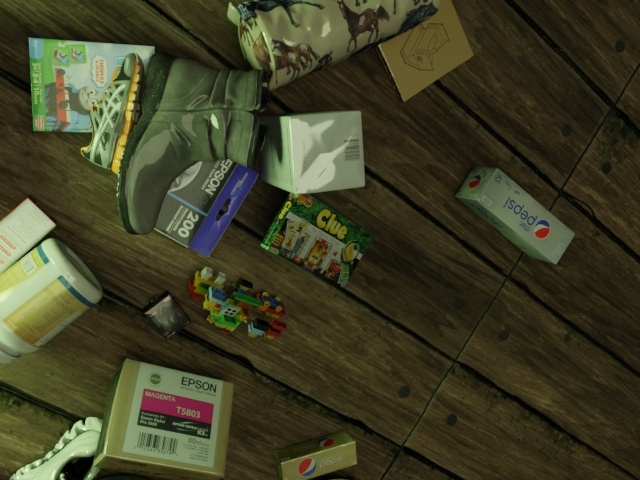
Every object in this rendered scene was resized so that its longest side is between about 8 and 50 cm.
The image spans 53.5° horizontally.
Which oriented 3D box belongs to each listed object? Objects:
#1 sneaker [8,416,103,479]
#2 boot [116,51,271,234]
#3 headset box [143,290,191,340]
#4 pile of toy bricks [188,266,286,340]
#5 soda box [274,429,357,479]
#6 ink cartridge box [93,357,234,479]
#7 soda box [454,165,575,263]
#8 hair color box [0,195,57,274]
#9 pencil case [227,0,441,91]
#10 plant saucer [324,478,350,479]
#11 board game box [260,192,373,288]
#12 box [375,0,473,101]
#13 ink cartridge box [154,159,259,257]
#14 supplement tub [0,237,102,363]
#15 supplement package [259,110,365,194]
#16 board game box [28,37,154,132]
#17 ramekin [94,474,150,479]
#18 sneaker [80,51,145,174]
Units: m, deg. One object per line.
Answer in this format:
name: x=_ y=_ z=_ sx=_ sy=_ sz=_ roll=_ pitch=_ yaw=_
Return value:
sneaker: x=-0.518 y=0.473 z=1.211 sx=0.292 sy=0.118 sz=0.110 roll=-46 pitch=114 yaw=-6
boot: x=-0.217 y=-0.154 z=1.114 sx=0.222 sy=0.118 sz=0.339 roll=13 pitch=95 yaw=3
headset box: x=-0.310 y=0.147 z=1.270 sx=0.062 sy=0.032 sz=0.083 roll=-37 pitch=112 yaw=-10
pile of toy bricks: x=-0.176 y=0.150 z=1.295 sx=0.212 sy=0.118 sz=0.105 roll=26 pitch=123 yaw=-32
soda box: x=-0.010 y=0.492 z=1.439 sx=0.181 sy=0.058 sz=0.062 roll=-10 pitch=104 yaw=-18
ink cartridge box: x=-0.296 y=0.353 z=1.231 sx=0.234 sy=0.088 sz=0.193 roll=18 pitch=51 yaw=-23
soda box: x=0.455 y=-0.058 z=1.485 sx=0.286 sy=0.098 sz=0.091 roll=34 pitch=86 yaw=-23
hair color box: x=-0.553 y=-0.007 z=1.141 sx=0.141 sy=0.043 sz=0.072 roll=-44 pitch=112 yaw=-9
pencil case: x=0.035 y=-0.443 z=1.215 sx=0.410 sy=0.160 sz=0.184 roll=-27 pitch=90 yaw=-14
plant saucer: x=0.014 y=0.664 z=1.493 sx=0.240 sy=0.037 sz=0.241 roll=-4 pitch=103 yaw=-20
board game box: x=0.000 y=0.000 z=1.309 sx=0.259 sy=0.030 sz=0.136 roll=29 pitch=88 yaw=-47
box: x=0.220 y=-0.421 z=1.366 sx=0.201 sy=0.021 sz=0.165 roll=-34 pitch=110 yaw=-12
ink cartridge box: x=-0.250 y=-0.097 z=1.239 sx=0.208 sy=0.045 sz=0.206 roll=31 pitch=88 yaw=-24
supplement tub: x=-0.508 y=0.107 z=1.126 sx=0.199 sy=0.144 sz=0.144 roll=-39 pitch=111 yaw=-9
supplement package: x=-0.027 y=-0.174 z=1.199 sx=0.133 sy=0.244 sz=0.139 roll=-8 pitch=104 yaw=-18
board game box: x=-0.407 y=-0.275 z=1.146 sx=0.211 sy=0.039 sz=0.160 roll=-3 pitch=101 yaw=-21
ramekin: x=-0.409 y=0.624 z=1.263 sx=0.303 sy=0.148 sz=0.304 roll=-4 pitch=102 yaw=-20
sneaker: x=-0.360 y=-0.228 z=1.113 sx=0.083 sy=0.084 sz=0.215 roll=14 pitch=89 yaw=-2
